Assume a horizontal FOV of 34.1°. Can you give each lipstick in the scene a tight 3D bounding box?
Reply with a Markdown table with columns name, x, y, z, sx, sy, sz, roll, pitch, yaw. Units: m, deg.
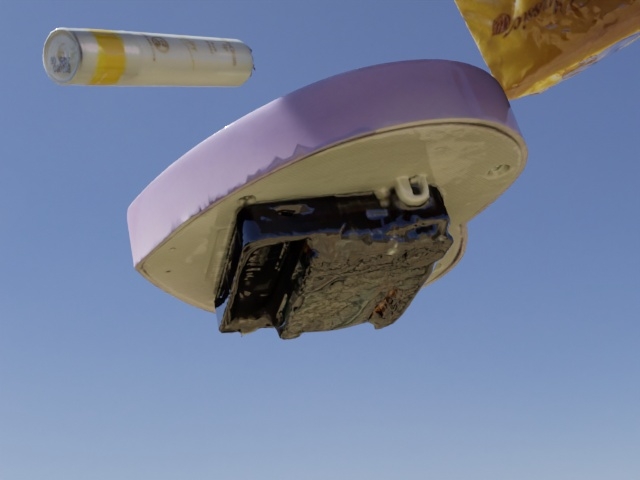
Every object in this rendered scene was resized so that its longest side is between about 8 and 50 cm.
| name | x | y | z | sx | sy | sz | roll | pitch | yaw |
| --- | --- | --- | --- | --- | --- | --- | --- | --- | --- |
| lipstick | -0.175 | -0.192 | 1.115 | 0.059 | 0.059 | 0.264 | -20 | -6 | 35 |

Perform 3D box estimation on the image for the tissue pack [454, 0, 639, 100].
| name | x | y | z | sx | sy | sz | roll | pitch | yaw |
| --- | --- | --- | --- | --- | --- | --- | --- | --- | --- |
| tissue pack | 0.164 | -0.205 | 0.558 | 0.226 | 0.183 | 0.092 | -27 | -2 | 24 |

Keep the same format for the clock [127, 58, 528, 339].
| name | x | y | z | sx | sy | sz | roll | pitch | yaw |
| --- | --- | --- | --- | --- | --- | --- | --- | --- | --- |
| clock | 0.000 | 0.000 | 0.482 | 0.172 | 0.064 | 0.198 | -8 | -26 | -17 |
